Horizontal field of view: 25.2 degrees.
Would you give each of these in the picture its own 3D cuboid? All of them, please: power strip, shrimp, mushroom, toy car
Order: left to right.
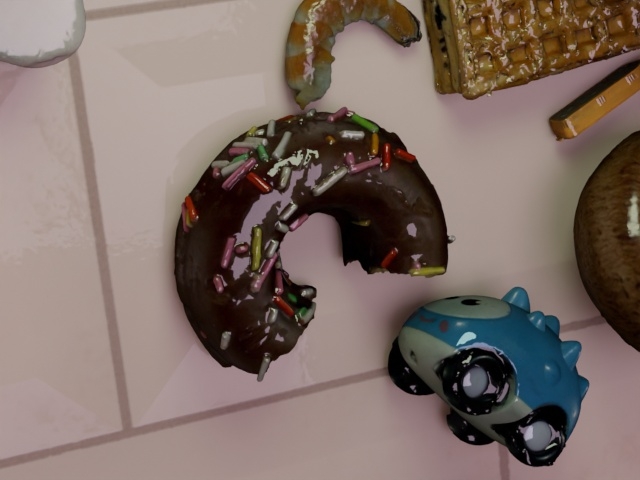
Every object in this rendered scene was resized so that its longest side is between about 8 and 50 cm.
[{"bbox_3d":[0.038,-0.225,1.695,0.166,0.049,0.161,9,94,-26],"label":"shrimp"},{"bbox_3d":[0.223,0.155,1.785,0.255,0.188,0.190,39,78,-22],"label":"toy car"},{"bbox_3d":[0.368,-0.187,1.834,0.178,0.049,0.028,-35,107,-11],"label":"power strip"},{"bbox_3d":[0.516,-0.008,1.791,0.331,0.356,0.334,37,53,-41],"label":"mushroom"}]

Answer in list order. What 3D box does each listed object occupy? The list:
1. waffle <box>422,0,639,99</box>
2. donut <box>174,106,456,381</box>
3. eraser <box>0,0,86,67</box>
[{"bbox_3d":[0.277,-0.310,1.744,0.308,0.091,0.212,-17,108,-18],"label":"waffle"},{"bbox_3d":[-0.011,-0.018,1.678,0.345,0.136,0.259,-27,114,-16],"label":"donut"},{"bbox_3d":[-0.376,-0.356,1.437,0.331,0.150,0.331,-5,103,-22],"label":"eraser"}]
